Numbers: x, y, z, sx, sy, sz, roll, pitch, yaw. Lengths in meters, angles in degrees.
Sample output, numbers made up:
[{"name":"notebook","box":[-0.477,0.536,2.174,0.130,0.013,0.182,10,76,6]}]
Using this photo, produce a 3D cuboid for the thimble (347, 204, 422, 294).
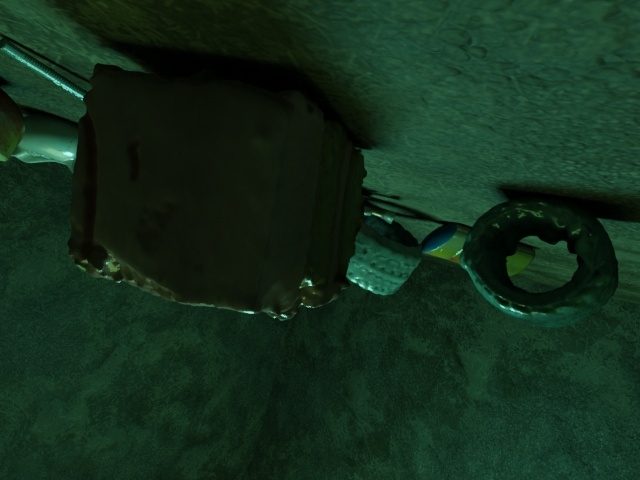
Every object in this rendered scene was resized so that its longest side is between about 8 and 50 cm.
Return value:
[{"name":"thimble","box":[0.144,0.020,1.304,0.250,0.172,0.205,31,-159,-6]}]

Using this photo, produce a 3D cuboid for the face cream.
[{"name":"face cream","box":[0.427,0.026,1.317,0.284,0.068,0.139,16,146,-15]}]

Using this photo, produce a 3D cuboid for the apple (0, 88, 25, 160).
[{"name":"apple","box":[-0.736,-0.266,0.963,0.292,0.164,0.251,-6,153,44]}]

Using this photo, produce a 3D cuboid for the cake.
[{"name":"cake","box":[-0.119,-0.050,0.665,0.313,0.294,0.306,8,178,18]}]

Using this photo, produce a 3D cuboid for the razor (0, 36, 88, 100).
[{"name":"razor","box":[-0.402,-0.250,0.759,0.084,0.036,0.211,12,177,25]}]

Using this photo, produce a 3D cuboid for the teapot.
[{"name":"teapot","box":[-0.711,-0.252,1.316,0.299,0.166,0.208,25,169,18]}]

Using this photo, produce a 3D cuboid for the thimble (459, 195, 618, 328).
[{"name":"thimble","box":[0.344,0.035,0.779,0.234,0.199,0.143,6,171,36]}]

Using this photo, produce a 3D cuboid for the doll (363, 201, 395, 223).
[{"name":"doll","box":[0.072,-0.081,1.175,0.216,0.085,0.183,8,-173,4]}]
